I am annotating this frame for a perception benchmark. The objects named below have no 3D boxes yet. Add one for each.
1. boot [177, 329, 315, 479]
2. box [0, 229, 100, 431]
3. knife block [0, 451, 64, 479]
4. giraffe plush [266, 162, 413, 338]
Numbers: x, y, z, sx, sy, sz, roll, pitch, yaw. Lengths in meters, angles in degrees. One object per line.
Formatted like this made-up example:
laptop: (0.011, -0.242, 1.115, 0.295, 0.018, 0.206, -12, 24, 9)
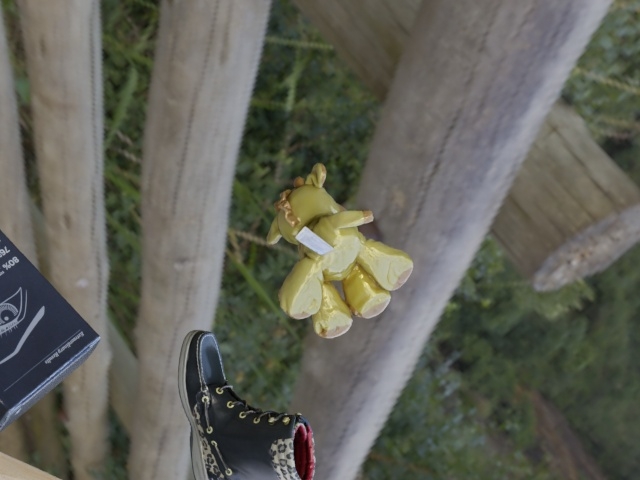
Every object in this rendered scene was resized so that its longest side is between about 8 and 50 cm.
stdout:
boot: (-0.101, 0.237, 1.668, 0.178, 0.236, 0.085, -7, 180, 30)
box: (-0.391, 0.103, 1.399, 0.153, 0.207, 0.108, -41, 178, -40)
knife block: (-0.227, 0.296, 1.200, 0.242, 0.276, 0.088, -19, 178, -32)
giraffe plush: (0.000, 0.000, 1.613, 0.181, 0.170, 0.210, -31, 131, 0)
